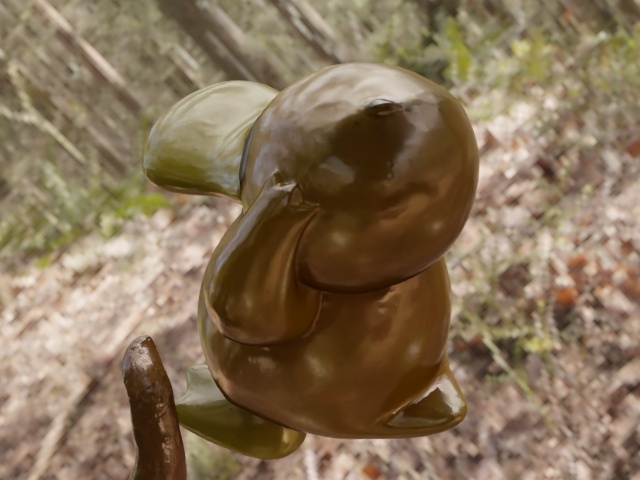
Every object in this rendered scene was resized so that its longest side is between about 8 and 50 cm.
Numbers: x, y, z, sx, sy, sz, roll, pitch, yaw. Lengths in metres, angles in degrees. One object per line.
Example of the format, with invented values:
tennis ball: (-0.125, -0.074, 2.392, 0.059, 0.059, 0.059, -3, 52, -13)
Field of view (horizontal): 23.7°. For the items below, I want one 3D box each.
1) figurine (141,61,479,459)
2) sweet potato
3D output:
figurine: (0.005, 0.008, 0.831, 0.215, 0.228, 0.215, -12, 31, 7)
sweet potato: (-0.087, 0.138, 0.764, 0.044, 0.044, 0.179, 6, 88, 60)
